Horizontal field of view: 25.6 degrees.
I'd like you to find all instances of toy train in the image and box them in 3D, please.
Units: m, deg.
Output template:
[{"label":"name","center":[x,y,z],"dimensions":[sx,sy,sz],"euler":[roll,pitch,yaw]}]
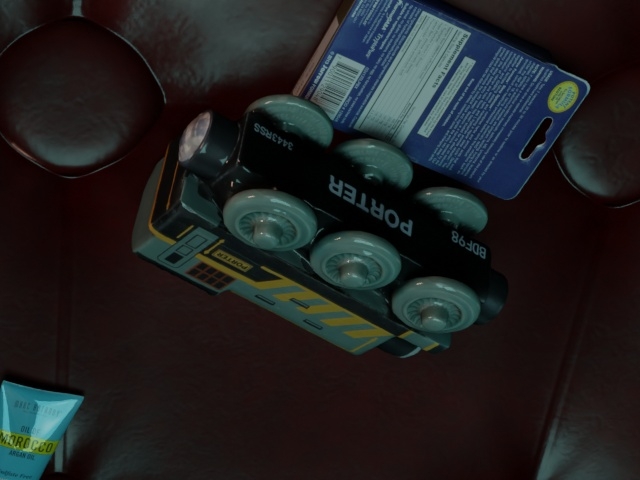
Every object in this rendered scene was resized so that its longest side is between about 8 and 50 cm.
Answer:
[{"label":"toy train","center":[0.000,0.000,1.217],"dimensions":[0.334,0.142,0.190],"euler":[28,143,-27]}]

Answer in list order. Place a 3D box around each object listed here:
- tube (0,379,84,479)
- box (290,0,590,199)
[{"label":"tube","center":[-0.306,0.226,1.387],"dimensions":[0.080,0.052,0.207],"euler":[13,115,-28]},{"label":"box","center":[0.103,-0.130,1.210],"dimensions":[0.225,0.036,0.136],"euler":[22,118,-19]}]
